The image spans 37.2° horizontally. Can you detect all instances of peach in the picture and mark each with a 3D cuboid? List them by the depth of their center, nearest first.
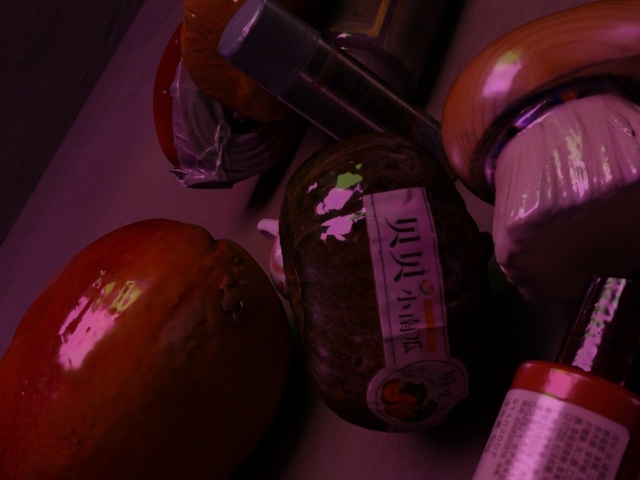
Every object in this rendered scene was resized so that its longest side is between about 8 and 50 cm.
[{"bbox_3d":[-0.201,0.161,1.056,0.372,0.290,0.372,-42,27,28],"label":"peach"}]

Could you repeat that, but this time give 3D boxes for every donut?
[{"bbox_3d":[-0.072,-0.305,1.249,0.317,0.150,0.299,103,-170,-50],"label":"donut"}]

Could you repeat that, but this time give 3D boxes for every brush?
[{"bbox_3d":[0.235,-0.083,0.731,0.267,0.174,0.166,-27,54,7],"label":"brush"}]

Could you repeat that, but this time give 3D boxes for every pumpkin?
[{"bbox_3d":[0.067,0.028,0.822,0.260,0.189,0.260,171,90,-81],"label":"pumpkin"}]

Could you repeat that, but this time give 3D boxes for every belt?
[{"bbox_3d":[-0.129,-0.224,1.444,0.115,0.227,0.324,-12,62,61],"label":"belt"}]

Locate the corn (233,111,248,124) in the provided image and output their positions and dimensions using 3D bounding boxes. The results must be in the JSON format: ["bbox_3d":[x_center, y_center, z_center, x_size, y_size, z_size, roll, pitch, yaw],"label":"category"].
[{"bbox_3d":[-0.110,-0.330,1.665,0.335,0.126,0.126,-59,25,-11],"label":"corn"}]

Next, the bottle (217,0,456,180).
[{"bbox_3d":[0.027,-0.148,1.002,0.082,0.286,0.082,-41,30,30],"label":"bottle"}]

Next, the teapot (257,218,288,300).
[{"bbox_3d":[0.000,0.000,1.094,0.245,0.116,0.159,-4,70,57],"label":"teapot"}]

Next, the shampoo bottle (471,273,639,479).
[{"bbox_3d":[0.161,0.154,0.634,0.104,0.104,0.278,0,60,61],"label":"shampoo bottle"}]

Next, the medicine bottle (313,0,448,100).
[{"bbox_3d":[0.087,-0.311,1.237,0.151,0.151,0.322,-16,48,55],"label":"medicine bottle"}]
